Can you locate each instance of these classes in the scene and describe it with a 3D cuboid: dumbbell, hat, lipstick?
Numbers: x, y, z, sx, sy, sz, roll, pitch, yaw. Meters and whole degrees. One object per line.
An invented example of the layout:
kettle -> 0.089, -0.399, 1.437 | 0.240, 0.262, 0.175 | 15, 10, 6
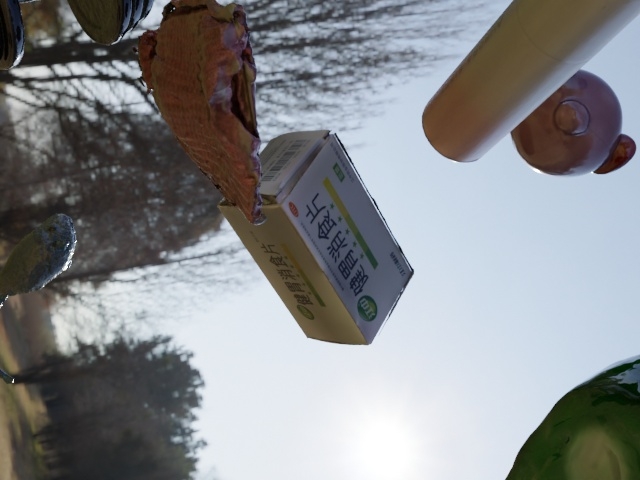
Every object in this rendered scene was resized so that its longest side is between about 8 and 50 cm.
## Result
dumbbell -> -0.192, -0.175, 0.567 | 0.099, 0.208, 0.099 | 33, -44, 39
hat -> -0.126, -0.168, 0.905 | 0.286, 0.107, 0.237 | 40, -41, 49
lipstick -> 0.198, -0.179, 0.754 | 0.327, 0.087, 0.087 | 130, -54, -63

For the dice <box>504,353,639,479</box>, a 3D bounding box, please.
dice -> 0.361, 0.299, 0.765 | 0.300, 0.287, 0.297 | 54, -51, 49

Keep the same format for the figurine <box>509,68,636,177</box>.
figurine -> 0.363, -0.179, 1.233 | 0.173, 0.173, 0.173 | 169, -90, -72

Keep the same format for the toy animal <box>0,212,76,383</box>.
toy animal -> -0.425, 0.074, 1.168 | 0.253, 0.079, 0.070 | -64, 171, -7

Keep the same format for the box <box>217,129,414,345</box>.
box -> -0.001, -0.002, 1.326 | 0.145, 0.173, 0.333 | -1, -47, 40
